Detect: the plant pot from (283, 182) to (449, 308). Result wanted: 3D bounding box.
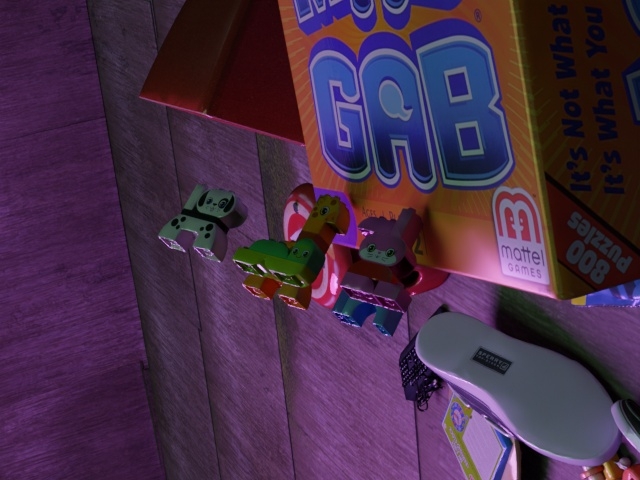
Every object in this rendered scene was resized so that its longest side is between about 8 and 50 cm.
[{"bbox_3d":[0.057,-0.004,1.631,0.191,0.174,0.191,48,148,45],"label":"plant pot"}]

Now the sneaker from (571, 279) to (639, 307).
[{"bbox_3d":[0.301,0.021,1.200,0.209,0.069,0.082,174,85,-68],"label":"sneaker"}]

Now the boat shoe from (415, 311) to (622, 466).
[{"bbox_3d":[0.235,0.183,1.435,0.301,0.108,0.102,26,161,46],"label":"boat shoe"}]

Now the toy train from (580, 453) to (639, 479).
[{"bbox_3d":[0.321,0.292,1.357,0.125,0.046,0.166,55,150,41],"label":"toy train"}]

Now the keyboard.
[{"bbox_3d":[0.138,0.171,1.710,0.192,0.038,0.100,116,143,-60],"label":"keyboard"}]

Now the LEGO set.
[{"bbox_3d":[0.000,0.000,0.933,0.227,0.093,0.087,14,158,36],"label":"LEGO set"}]

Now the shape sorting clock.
[{"bbox_3d":[0.212,0.249,1.594,0.206,0.040,0.206,175,90,-71],"label":"shape sorting clock"}]

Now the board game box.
[{"bbox_3d":[0.198,-0.192,0.926,0.356,0.356,0.356,14,117,66],"label":"board game box"}]

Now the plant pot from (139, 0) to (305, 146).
[{"bbox_3d":[-0.042,-0.249,1.584,0.267,0.267,0.236,24,98,63],"label":"plant pot"}]

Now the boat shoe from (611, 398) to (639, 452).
[{"bbox_3d":[0.348,0.207,1.249,0.040,0.049,0.142,-53,44,21],"label":"boat shoe"}]
